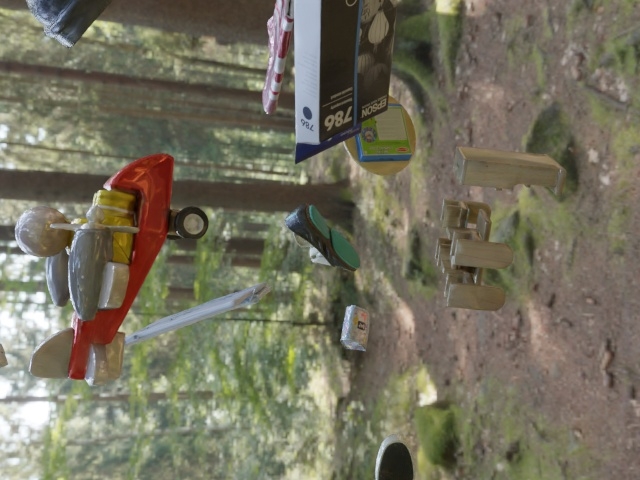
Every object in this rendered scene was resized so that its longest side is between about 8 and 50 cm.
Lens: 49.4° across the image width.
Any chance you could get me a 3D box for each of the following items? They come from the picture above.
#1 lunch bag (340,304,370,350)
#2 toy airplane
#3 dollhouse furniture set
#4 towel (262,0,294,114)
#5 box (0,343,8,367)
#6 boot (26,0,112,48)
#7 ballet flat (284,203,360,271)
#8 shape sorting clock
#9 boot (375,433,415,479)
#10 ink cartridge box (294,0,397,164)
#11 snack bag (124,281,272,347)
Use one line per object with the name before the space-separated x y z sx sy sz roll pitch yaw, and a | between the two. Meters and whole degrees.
lunch bag | 0.068 0.169 1.338 0.083 0.053 0.071 61 -144 -62
toy airplane | -0.398 0.053 1.184 0.386 0.272 0.384 -44 27 28
dollhouse furniture set | 0.298 -0.024 1.180 0.212 0.161 0.242 -81 -3 -69
towel | -0.082 -0.439 1.406 0.329 0.037 0.237 116 158 -68
box | -0.968 0.346 1.761 0.067 0.324 0.063 113 134 -72
boot | -0.388 -0.414 0.658 0.146 0.445 0.367 -40 38 20
ballet flat | 0.000 0.000 1.798 0.280 0.096 0.095 48 -149 -42
shape sorting clock | 0.136 -0.251 1.633 0.040 0.206 0.206 -27 59 59
boot | 0.165 0.532 1.604 0.176 0.088 0.244 -95 2 -77
ink cartridge box | 0.037 -0.270 1.068 0.065 0.165 0.332 35 141 32
snack bag | -0.298 0.183 1.700 0.342 0.323 0.037 -26 -84 -83
